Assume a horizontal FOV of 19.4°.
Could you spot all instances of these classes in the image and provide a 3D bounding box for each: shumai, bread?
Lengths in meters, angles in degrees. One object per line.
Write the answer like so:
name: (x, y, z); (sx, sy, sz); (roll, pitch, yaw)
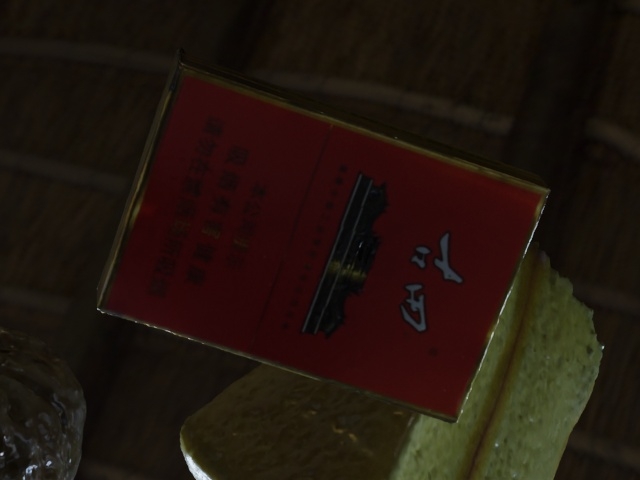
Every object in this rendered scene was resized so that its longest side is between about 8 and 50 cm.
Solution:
shumai: (-0.248, 0.119, 1.119); (0.206, 0.175, 0.166); (-2, -100, -2)
bread: (0.114, 0.146, 1.375); (0.245, 0.362, 0.233); (28, -28, 51)

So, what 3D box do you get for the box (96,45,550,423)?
box: (0.000, 0.000, 0.628); (0.133, 0.023, 0.090); (19, -75, -10)
